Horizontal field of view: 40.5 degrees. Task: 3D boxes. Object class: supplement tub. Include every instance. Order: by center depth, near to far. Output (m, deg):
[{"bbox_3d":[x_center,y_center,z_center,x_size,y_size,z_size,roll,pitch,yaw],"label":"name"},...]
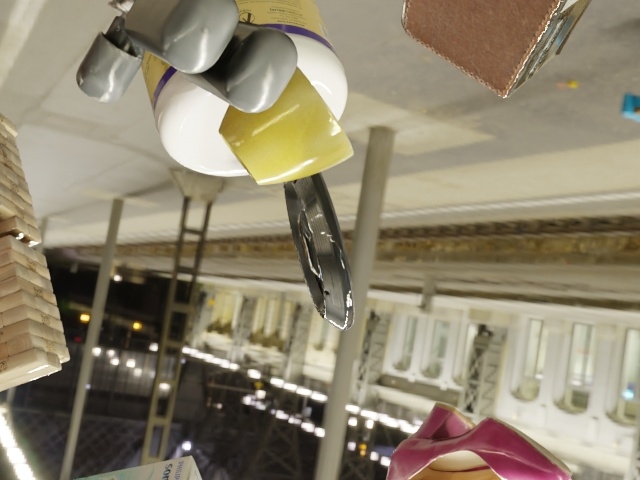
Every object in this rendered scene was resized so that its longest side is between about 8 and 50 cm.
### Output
[{"bbox_3d":[-0.122,-0.277,1.119,0.241,0.331,0.241,-15,152,-8],"label":"supplement tub"}]

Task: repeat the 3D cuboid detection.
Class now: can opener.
[{"bbox_3d":[-0.099,-0.110,0.549,0.076,0.095,0.283,32,-176,-25],"label":"can opener"}]

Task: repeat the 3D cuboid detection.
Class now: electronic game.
[{"bbox_3d":[0.000,0.000,1.073,0.048,0.229,0.229,-15,178,-8],"label":"electronic game"}]

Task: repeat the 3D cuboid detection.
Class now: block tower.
[{"bbox_3d":[-0.383,0.005,1.005,0.097,0.335,0.091,-19,161,4],"label":"block tower"}]

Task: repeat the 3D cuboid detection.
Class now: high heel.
[{"bbox_3d":[0.138,0.225,0.822,0.082,0.117,0.244,39,167,-20],"label":"high heel"}]

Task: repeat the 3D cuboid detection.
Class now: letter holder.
[{"bbox_3d":[0.161,-0.316,0.724,0.214,0.302,0.152,36,-140,12],"label":"letter holder"}]

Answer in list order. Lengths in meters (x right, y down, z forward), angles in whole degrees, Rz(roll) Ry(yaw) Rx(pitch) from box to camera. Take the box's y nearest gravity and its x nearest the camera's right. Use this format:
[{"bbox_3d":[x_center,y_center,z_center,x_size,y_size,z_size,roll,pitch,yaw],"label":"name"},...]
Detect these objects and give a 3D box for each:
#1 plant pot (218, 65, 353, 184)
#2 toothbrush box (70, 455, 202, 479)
[{"bbox_3d":[-0.045,-0.111,0.868,0.134,0.095,0.134,53,176,5],"label":"plant pot"},{"bbox_3d":[-0.302,0.465,1.287,0.295,0.216,0.126,-13,-156,6],"label":"toothbrush box"}]
